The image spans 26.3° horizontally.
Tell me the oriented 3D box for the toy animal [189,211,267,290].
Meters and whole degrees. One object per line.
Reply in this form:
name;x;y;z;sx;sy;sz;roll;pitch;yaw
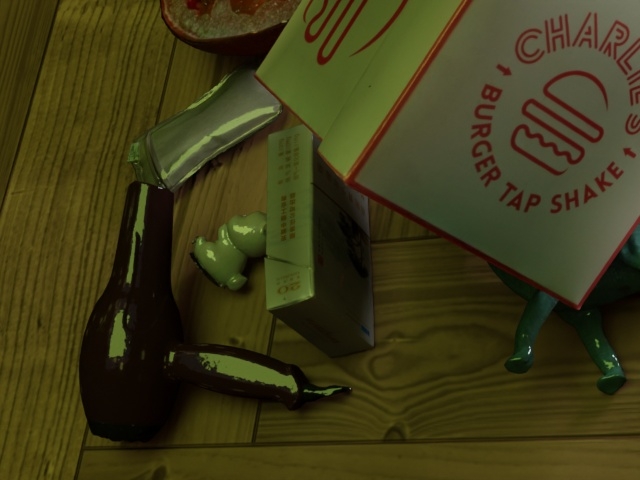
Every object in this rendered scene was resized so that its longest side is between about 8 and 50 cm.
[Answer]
toy animal;-0.093;0.002;1.685;0.124;0.071;0.085;-40;49;5

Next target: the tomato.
tomato;-0.062;-0.378;1.838;0.338;0.144;0.338;-15;60;27

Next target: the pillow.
pillow;-0.157;-0.147;1.832;0.233;0.038;0.130;-34;48;10

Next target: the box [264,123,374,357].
box;0.000;0.001;1.579;0.067;0.149;0.233;-18;55;26

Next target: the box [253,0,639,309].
box;0.167;-0.171;1.344;0.312;0.314;0.300;-57;32;10

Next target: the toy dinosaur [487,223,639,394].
toy dinosaur;0.301;-0.020;1.453;0.383;0.129;0.331;-23;45;17

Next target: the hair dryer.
hair dryer;-0.116;0.102;1.609;0.340;0.123;0.312;8;85;21
